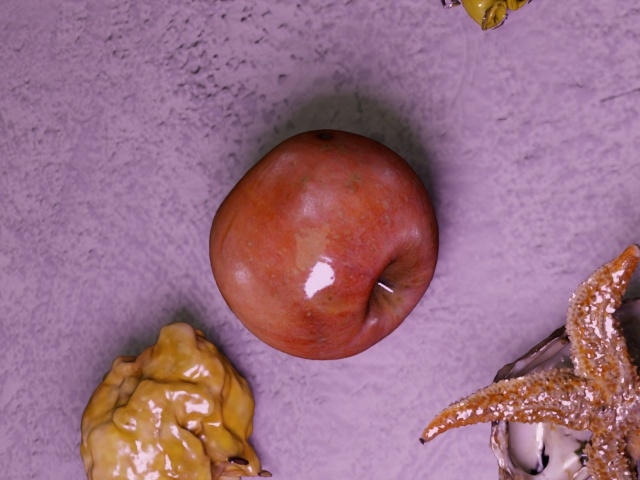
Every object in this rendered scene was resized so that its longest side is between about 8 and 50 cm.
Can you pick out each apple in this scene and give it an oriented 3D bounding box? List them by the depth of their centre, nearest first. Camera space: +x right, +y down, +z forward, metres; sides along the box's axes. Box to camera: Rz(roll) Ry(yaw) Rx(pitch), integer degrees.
[{"bbox_3d":[0.000,0.000,1.684,0.253,0.253,0.254,-2,85,24],"label":"apple"}]

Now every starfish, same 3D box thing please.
[{"bbox_3d":[0.305,0.203,1.547,0.293,0.084,0.301,44,101,-8],"label":"starfish"}]

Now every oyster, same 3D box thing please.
[{"bbox_3d":[0.285,0.167,1.634,0.294,0.094,0.166,-39,91,6],"label":"oyster"}]

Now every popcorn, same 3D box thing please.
[{"bbox_3d":[-0.180,0.228,1.771,0.191,0.190,0.254,-15,84,29],"label":"popcorn"}]

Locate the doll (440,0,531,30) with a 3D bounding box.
[{"bbox_3d":[0.141,-0.344,1.720,0.143,0.135,0.221,-40,61,-18],"label":"doll"}]
